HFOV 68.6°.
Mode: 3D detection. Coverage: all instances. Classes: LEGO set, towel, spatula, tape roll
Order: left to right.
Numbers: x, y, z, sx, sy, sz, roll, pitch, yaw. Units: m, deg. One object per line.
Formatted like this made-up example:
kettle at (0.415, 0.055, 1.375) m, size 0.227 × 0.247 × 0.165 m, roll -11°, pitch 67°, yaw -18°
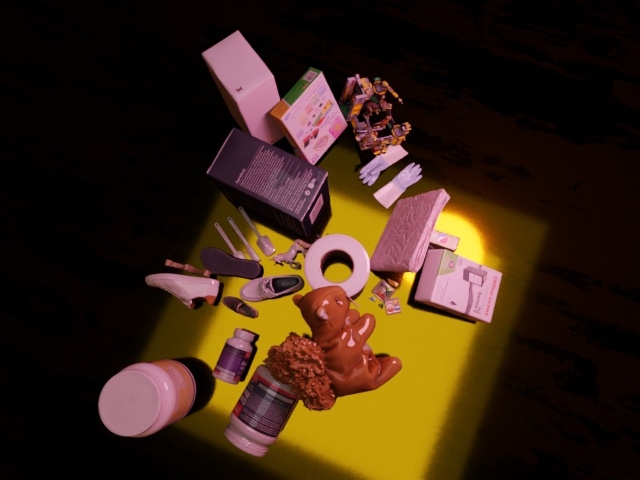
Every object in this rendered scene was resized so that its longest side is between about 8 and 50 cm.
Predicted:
spatula at (-0.313, -0.010, 1.914) m, size 0.168 × 0.019 × 0.242 m, roll -35°, pitch 78°, yaw 1°
LEGO set at (0.001, 0.002, 1.885) m, size 0.083 × 0.023 × 0.054 m, roll -6°, pitch 62°, yaw 22°
tape roll at (0.064, 0.110, 1.790) m, size 0.246 × 0.169 × 0.246 m, roll -1°, pitch 78°, yaw 2°
LEGO set at (0.223, -0.527, 1.871) m, size 0.255 × 0.192 × 0.331 m, roll -9°, pitch 74°, yaw -14°
towel at (0.320, -0.026, 1.734) m, size 0.053 × 0.332 × 0.316 m, roll 29°, pitch 79°, yaw -15°

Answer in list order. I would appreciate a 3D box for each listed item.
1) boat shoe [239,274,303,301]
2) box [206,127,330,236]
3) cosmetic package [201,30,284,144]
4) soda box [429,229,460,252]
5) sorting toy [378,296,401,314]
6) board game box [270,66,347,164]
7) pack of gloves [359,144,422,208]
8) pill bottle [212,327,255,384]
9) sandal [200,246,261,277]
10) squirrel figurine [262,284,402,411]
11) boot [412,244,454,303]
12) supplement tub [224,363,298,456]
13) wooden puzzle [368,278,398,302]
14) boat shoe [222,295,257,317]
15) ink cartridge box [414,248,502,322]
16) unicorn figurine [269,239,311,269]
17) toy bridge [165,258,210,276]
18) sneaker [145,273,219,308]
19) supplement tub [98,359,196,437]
boat shoe at (-0.196, 0.176, 1.832) m, size 0.258 × 0.084 × 0.095 m, roll -16°, pitch 78°, yaw 0°
box at (-0.183, -0.210, 1.805) m, size 0.396 × 0.293 × 0.211 m, roll 26°, pitch 81°, yaw 7°
cosmetic package at (-0.270, -0.545, 1.796) m, size 0.162 × 0.453 × 0.230 m, roll -35°, pitch 79°, yaw -4°
soda box at (0.450, -0.008, 1.847) m, size 0.181 × 0.061 × 0.058 m, roll 20°, pitch 80°, yaw 7°
sorting toy at (0.269, 0.257, 1.820) m, size 0.083 × 0.012 × 0.062 m, roll -10°, pitch 85°, yaw -5°
board game box at (-0.035, -0.473, 1.840) m, size 0.064 × 0.316 × 0.242 m, roll 35°, pitch 81°, yaw 32°
pack of gloves at (0.289, -0.277, 1.920) m, size 0.232 × 0.046 × 0.195 m, roll -42°, pitch 78°, yaw -5°
pill bottle at (-0.322, 0.434, 1.774) m, size 0.108 × 0.108 × 0.193 m, roll 21°, pitch 81°, yaw 7°
sandal at (-0.361, 0.095, 1.876) m, size 0.255 × 0.054 × 0.097 m, roll 18°, pitch 97°, yaw 5°
squirrel figurine at (0.011, 0.354, 1.581) m, size 0.397 × 0.281 × 0.370 m, roll -35°, pitch 120°, yaw -15°
boot at (0.398, 0.133, 1.806) m, size 0.263 × 0.091 × 0.228 m, roll 17°, pitch 79°, yaw 4°
supplement tub at (-0.205, 0.606, 1.691) m, size 0.191 × 0.191 × 0.272 m, roll 28°, pitch 81°, yaw 8°
wooden puzzle at (0.247, 0.198, 1.840) m, size 0.079 × 0.014 × 0.116 m, roll 35°, pitch 83°, yaw 9°
boat shoe at (-0.318, 0.258, 1.840) m, size 0.152 × 0.049 × 0.056 m, roll 22°, pitch 81°, yaw 8°
ink cartridge box at (0.510, 0.168, 1.728) m, size 0.273 × 0.115 × 0.198 m, roll 21°, pitch 80°, yaw -19°
unicorn figurine at (-0.117, 0.062, 1.871) m, size 0.111 × 0.060 × 0.162 m, roll 35°, pitch 66°, yaw 10°
toy bridge at (-0.526, 0.112, 1.874) m, size 0.188 × 0.063 × 0.026 m, roll 14°, pitch 80°, yaw 10°
sneaker at (-0.550, 0.198, 1.835) m, size 0.290 × 0.106 × 0.123 m, roll 6°, pitch 76°, yaw 3°
supplement tub at (-0.599, 0.549, 1.652) m, size 0.241 × 0.331 × 0.240 m, roll -1°, pitch 78°, yaw 3°
